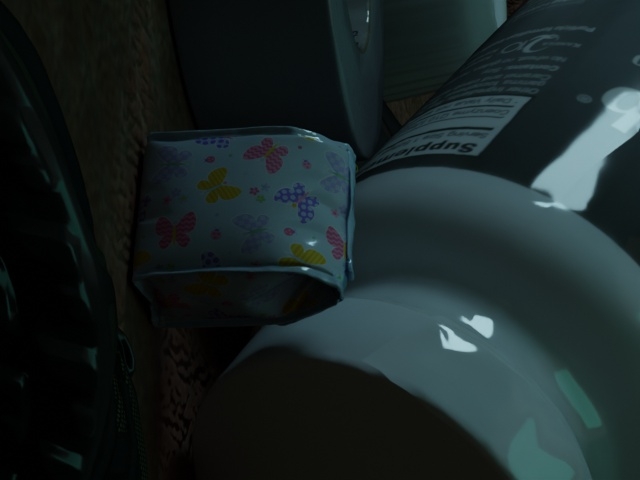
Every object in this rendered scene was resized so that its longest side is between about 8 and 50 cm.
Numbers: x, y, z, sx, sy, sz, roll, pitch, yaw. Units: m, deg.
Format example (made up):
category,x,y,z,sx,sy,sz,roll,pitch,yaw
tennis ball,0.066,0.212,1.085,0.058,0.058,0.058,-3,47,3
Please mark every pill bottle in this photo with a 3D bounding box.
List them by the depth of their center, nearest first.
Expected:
category,x,y,z,sx,sy,sz,roll,pitch,yaw
pill bottle,0.107,0.025,0.847,0.363,0.210,0.210,-47,138,-44

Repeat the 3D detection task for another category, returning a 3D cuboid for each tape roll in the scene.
category,x,y,z,sx,sy,sz,roll,pitch,yaw
tape roll,-0.018,-0.145,0.860,0.219,0.072,0.219,-3,90,-82

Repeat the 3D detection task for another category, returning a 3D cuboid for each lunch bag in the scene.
category,x,y,z,sx,sy,sz,roll,pitch,yaw
lunch bag,-0.027,-0.004,0.704,0.053,0.083,0.071,71,17,-58

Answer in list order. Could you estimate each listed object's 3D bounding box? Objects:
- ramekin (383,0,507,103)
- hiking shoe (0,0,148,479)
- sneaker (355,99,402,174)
category,x,y,z,sx,sy,sz,roll,pitch,yaw
ramekin,0.044,-0.211,1.102,0.273,0.127,0.273,-3,90,-82
hiking shoe,-0.084,0.035,0.401,0.114,0.086,0.227,-105,-169,-59
sneaker,0.000,0.000,0.968,0.118,0.083,0.222,58,31,-26
